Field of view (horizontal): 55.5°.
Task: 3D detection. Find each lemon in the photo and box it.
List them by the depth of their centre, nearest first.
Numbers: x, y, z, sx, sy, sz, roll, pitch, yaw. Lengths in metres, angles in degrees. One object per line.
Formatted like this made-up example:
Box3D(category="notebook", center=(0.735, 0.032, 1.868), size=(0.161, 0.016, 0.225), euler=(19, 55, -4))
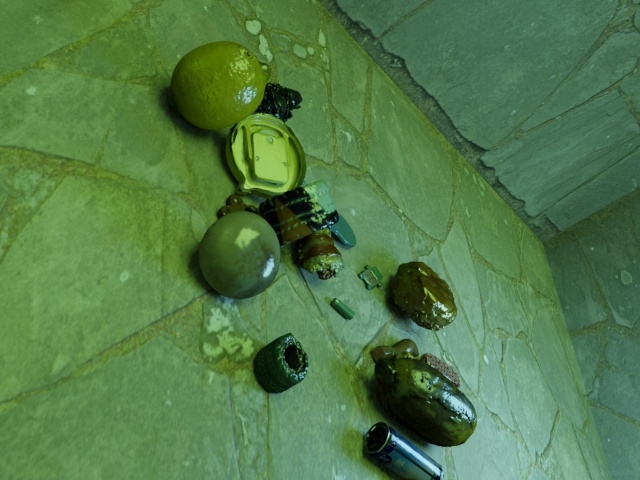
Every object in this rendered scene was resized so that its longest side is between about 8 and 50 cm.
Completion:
Box3D(category="lemon", center=(-0.299, -0.463, 1.813), size=(0.245, 0.319, 0.245), euler=(158, -90, -86))

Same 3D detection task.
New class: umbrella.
Box3D(category="umbrella", center=(-0.131, -0.513, 2.275), size=(0.154, 0.128, 0.336), euler=(55, 26, 6))

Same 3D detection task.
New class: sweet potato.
Box3D(category="sweet potato", center=(0.265, 0.361, 2.000), size=(0.281, 0.059, 0.067), euler=(0, 68, -54))

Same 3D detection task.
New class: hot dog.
Box3D(category="hot dog", center=(-0.011, 0.040, 1.905), size=(0.146, 0.103, 0.213), euler=(9, 37, -24))

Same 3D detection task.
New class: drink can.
Box3D(category="drink can", center=(0.229, 0.597, 1.668), size=(0.235, 0.097, 0.097), euler=(41, 32, -23))

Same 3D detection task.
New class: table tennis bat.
Box3D(category="table tennis bat", center=(0.060, -0.044, 2.127), size=(0.153, 0.040, 0.244), euler=(61, 21, 13))

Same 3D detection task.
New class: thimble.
Box3D(category="thimble", center=(-0.093, 0.306, 1.512), size=(0.118, 0.090, 0.135), euler=(51, 27, -10))
Box3D(category="thimble", center=(-0.069, -0.075, 1.785), size=(0.237, 0.237, 0.150), euler=(-25, 94, -60))

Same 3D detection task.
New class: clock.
Box3D(category="clock", center=(-0.176, -0.257, 1.930), size=(0.277, 0.071, 0.294), euler=(15, 67, -32))

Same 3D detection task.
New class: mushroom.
Box3D(category="mushroom", center=(-0.208, 0.038, 1.561), size=(0.226, 0.178, 0.227), euler=(3, 85, -36))

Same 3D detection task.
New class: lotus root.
Box3D(category="lotus root", center=(0.312, 0.476, 1.817), size=(0.397, 0.196, 0.179), euler=(38, 28, -21))

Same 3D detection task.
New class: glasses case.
Box3D(category="glasses case", center=(0.413, 0.457, 2.122), size=(0.194, 0.049, 0.073), euler=(37, 32, -27))

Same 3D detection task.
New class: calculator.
Box3D(category="calculator", center=(0.183, 0.130, 2.162), size=(0.094, 0.019, 0.141), euler=(55, 30, 7))

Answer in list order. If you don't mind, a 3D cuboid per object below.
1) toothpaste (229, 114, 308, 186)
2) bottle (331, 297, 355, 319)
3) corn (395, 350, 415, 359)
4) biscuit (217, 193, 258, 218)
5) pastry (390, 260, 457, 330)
Box3D(category="toothpaste", center=(-0.159, -0.265, 2.034), size=(0.336, 0.067, 0.081), euler=(50, 33, -6))
Box3D(category="bottle", center=(0.070, 0.213, 1.902), size=(0.083, 0.030, 0.030), euler=(42, 32, -18))
Box3D(category="corn", center=(0.297, 0.424, 1.938), size=(0.207, 0.068, 0.068), euler=(53, 25, -36))
Box3D(category="biscuit", center=(-0.218, -0.029, 1.737), size=(0.180, 0.039, 0.236), euler=(33, 38, -35))
Box3D(category="pastry", center=(0.367, 0.206, 2.203), size=(0.255, 0.162, 0.311), euler=(40, 21, -3))
